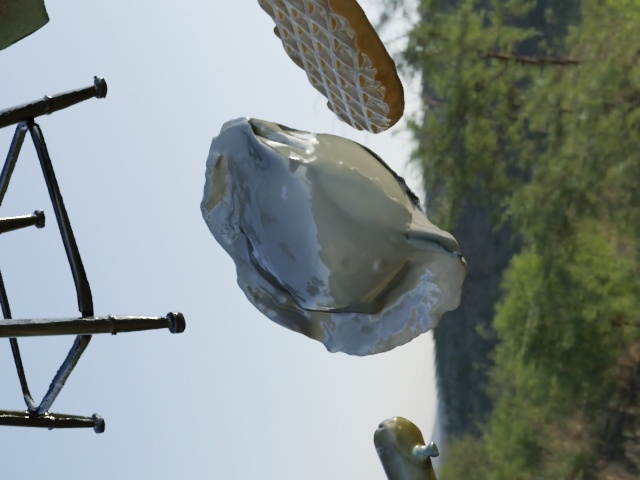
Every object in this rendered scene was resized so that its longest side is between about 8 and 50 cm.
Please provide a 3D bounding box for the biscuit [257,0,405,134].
[{"bbox_3d":[0.004,-0.228,1.134,0.040,0.204,0.309,-42,-55,-11],"label":"biscuit"}]

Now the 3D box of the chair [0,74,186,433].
[{"bbox_3d":[-0.460,0.053,1.253,0.362,0.410,0.364,-48,57,49],"label":"chair"}]

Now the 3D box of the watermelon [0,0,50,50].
[{"bbox_3d":[-0.426,-0.367,1.000,0.258,0.387,0.228,-34,7,43],"label":"watermelon"}]

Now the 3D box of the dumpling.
[{"bbox_3d":[0.000,0.000,0.656,0.127,0.188,0.108,-52,4,35],"label":"dumpling"}]

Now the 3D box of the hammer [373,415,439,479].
[{"bbox_3d":[0.119,0.311,0.957,0.113,0.202,0.305,-46,56,54],"label":"hammer"}]
